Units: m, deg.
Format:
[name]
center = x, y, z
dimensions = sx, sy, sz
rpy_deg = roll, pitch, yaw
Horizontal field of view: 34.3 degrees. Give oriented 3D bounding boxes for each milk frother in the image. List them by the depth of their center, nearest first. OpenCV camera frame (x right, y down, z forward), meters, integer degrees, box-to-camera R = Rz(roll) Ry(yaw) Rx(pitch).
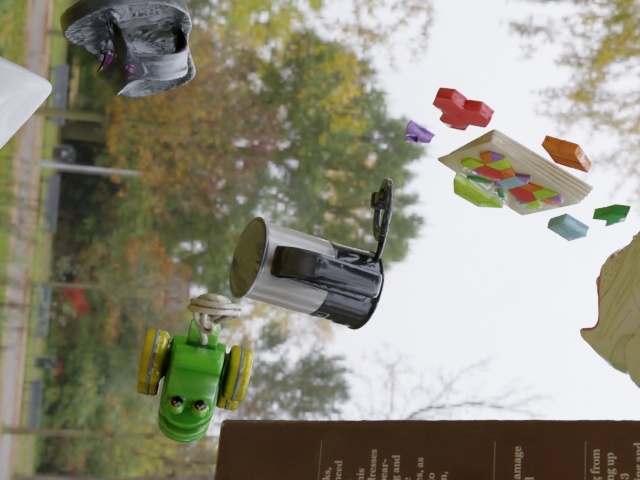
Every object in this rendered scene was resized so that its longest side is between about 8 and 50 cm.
[milk frother]
center = 0.000, 0.000, 1.029
dimensions = 0.129, 0.135, 0.143
rpy_deg = -33, -134, 54

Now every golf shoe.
[golf shoe]
center = 0.409, 0.029, 1.291
dimensions = 0.140, 0.115, 0.306
rpy_deg = 30, -68, 46

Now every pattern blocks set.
[pattern blocks set]
center = 0.268, -0.091, 1.449
dimensions = 0.026, 0.325, 0.285
rpy_deg = -66, -174, -18

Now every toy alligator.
[toy alligator]
center = -0.065, 0.073, 0.529
dimensions = 0.189, 0.056, 0.051
rpy_deg = 121, -21, -71

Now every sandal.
[sandal]
center = -0.253, -0.264, 1.527
dimensions = 0.446, 0.168, 0.107
rpy_deg = 60, 13, -84

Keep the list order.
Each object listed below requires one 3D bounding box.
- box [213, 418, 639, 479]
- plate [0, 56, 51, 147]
[box]
center = 0.102, 0.241, 0.789
dimensions = 0.143, 0.382, 0.191
rpy_deg = 38, 54, -56
[plate]
center = -0.450, -0.120, 0.992
dimensions = 0.277, 0.278, 0.045
rpy_deg = -56, 164, -23
